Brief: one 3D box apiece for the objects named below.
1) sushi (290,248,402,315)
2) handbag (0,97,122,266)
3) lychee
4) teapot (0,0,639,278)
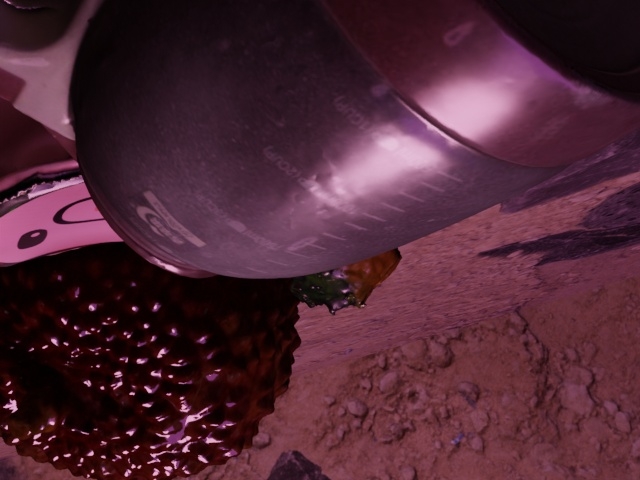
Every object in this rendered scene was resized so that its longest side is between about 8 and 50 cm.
[{"bbox_3d":[0.000,-0.001,1.197,0.140,0.149,0.287,-18,167,4],"label":"sushi"},{"bbox_3d":[-0.157,-0.066,0.805,0.205,0.116,0.179,-12,166,-30],"label":"handbag"},{"bbox_3d":[-0.157,0.069,1.006,0.276,0.275,0.304,-29,-166,38],"label":"lychee"},{"bbox_3d":[-0.036,-0.112,0.600,0.315,0.233,0.312,32,134,-28],"label":"teapot"}]
